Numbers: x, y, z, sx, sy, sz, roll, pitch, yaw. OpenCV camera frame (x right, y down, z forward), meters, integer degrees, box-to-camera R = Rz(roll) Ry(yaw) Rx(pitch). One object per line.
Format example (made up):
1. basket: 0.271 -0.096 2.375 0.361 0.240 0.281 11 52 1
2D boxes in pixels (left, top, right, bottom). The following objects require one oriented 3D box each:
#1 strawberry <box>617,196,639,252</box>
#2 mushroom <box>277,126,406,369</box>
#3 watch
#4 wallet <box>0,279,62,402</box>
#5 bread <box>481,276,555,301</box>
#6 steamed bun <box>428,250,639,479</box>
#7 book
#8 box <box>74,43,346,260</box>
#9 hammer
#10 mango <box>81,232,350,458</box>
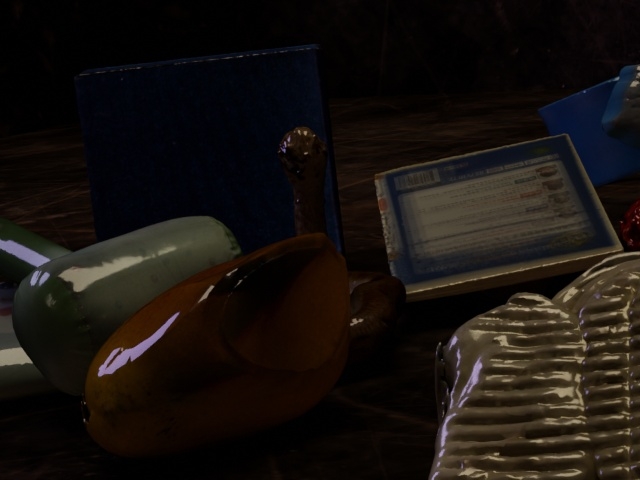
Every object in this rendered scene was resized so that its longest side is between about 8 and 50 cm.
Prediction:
1. strawberry: 0.428 -0.047 1.829 0.233 0.137 0.306 -6 11 6
2. mushroom: 0.000 0.000 1.559 0.148 0.217 0.227 -6 10 1
3. watch: 0.417 -0.151 2.279 0.305 0.241 0.274 -18 -1 -43
4. wallet: -0.287 0.093 1.616 0.360 0.083 0.252 -7 15 -13
5. bread: 0.197 0.032 1.731 0.085 0.053 0.085 -10 23 4
6. steamed bun: 0.173 0.119 0.971 0.211 0.144 0.218 -9 51 19
7. book: 0.176 -0.027 1.778 0.228 0.018 0.322 -12 24 4
8. box: -0.121 -0.080 1.959 0.279 0.261 0.116 -6 8 1
9. hammer: -0.227 0.025 1.541 0.206 0.119 0.335 -20 28 -36
10. mango: -0.085 0.094 1.343 0.236 0.136 0.166 -23 3 -42
